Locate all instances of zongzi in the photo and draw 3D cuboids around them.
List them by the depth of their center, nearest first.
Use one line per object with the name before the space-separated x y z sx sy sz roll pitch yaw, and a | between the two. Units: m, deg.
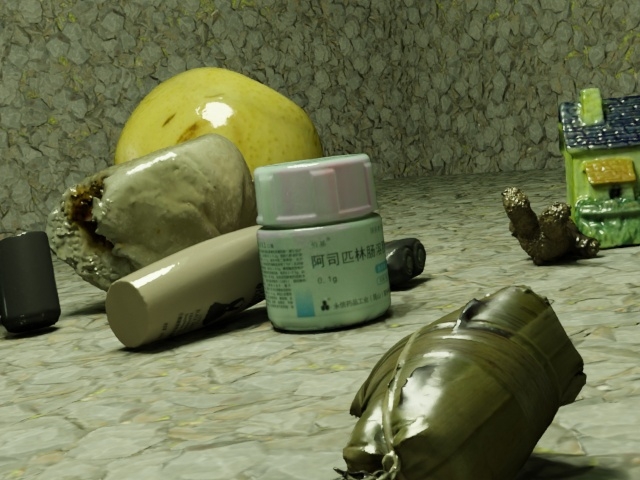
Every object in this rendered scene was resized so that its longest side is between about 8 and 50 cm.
zongzi | 0.030 0.111 0.502 0.178 0.081 0.189 -31 3 42

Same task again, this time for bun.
bun | -0.196 -0.014 1.234 0.282 0.204 0.281 -20 12 4

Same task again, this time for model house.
model house | 0.430 -0.107 1.289 0.194 0.211 0.170 -5 4 10

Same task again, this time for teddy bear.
teddy bear | 0.281 -0.005 1.182 0.119 0.077 0.160 17 -4 32

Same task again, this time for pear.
pear | -0.166 -0.120 1.575 0.348 0.348 0.348 -7 6 1

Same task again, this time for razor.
razor | 0.050 0.031 1.173 0.148 0.054 0.090 -5 6 29

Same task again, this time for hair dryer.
hair dryer | -0.406 0.080 1.229 0.071 0.114 0.248 -4 -16 -35

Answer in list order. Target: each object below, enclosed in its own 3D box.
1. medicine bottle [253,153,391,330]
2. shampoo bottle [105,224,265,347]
medicine bottle | 0.000 0.000 0.986 0.135 0.168 0.135 -8 5 1
shampoo bottle | -0.109 0.042 1.041 0.078 0.127 0.257 44 41 22
